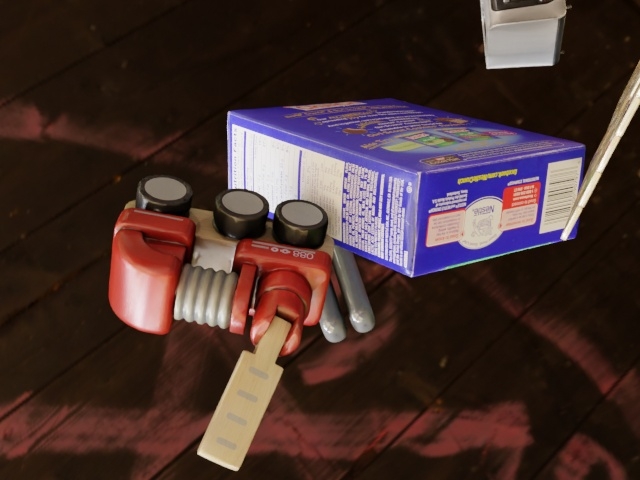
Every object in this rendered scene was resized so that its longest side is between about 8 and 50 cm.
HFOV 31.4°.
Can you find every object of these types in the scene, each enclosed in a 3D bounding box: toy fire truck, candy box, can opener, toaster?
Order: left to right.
[{"bbox_3d":[-0.107,0.075,1.109,0.217,0.158,0.246,11,-147,-3],"label":"toy fire truck"},{"bbox_3d":[0.000,0.000,1.479,0.076,0.095,0.283,-19,-136,1],"label":"can opener"},{"bbox_3d":[0.090,-0.075,1.293,0.268,0.317,0.122,-11,-67,-39],"label":"candy box"},{"bbox_3d":[0.273,-0.334,1.545,0.110,0.185,0.168,-4,-106,7],"label":"toaster"}]

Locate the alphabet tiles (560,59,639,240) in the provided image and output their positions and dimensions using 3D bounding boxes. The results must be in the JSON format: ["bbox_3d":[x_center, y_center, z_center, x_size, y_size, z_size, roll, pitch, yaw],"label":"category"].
[{"bbox_3d":[0.291,-0.132,1.074,0.009,0.198,0.237,26,-142,9],"label":"alphabet tiles"}]
